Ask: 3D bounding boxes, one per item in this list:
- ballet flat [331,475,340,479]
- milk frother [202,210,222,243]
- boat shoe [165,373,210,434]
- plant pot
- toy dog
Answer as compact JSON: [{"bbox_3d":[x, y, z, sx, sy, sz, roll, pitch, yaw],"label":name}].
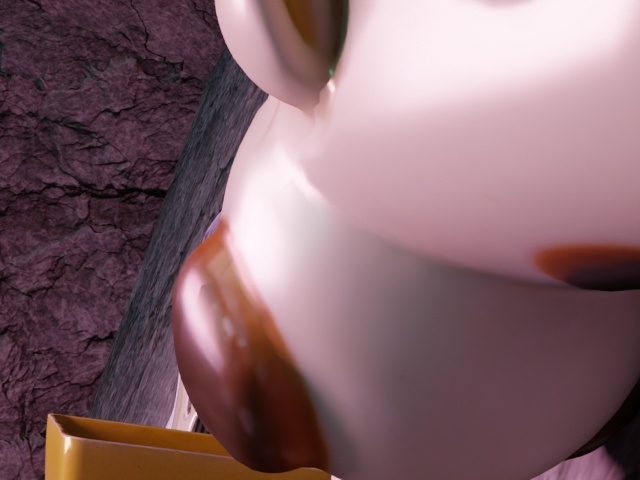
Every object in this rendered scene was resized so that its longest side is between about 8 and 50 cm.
[{"bbox_3d":[0.046,0.127,0.795,0.221,0.079,0.077,-80,16,-48],"label":"ballet flat"},{"bbox_3d":[0.000,0.000,1.111,0.129,0.135,0.143,-22,40,29],"label":"milk frother"},{"bbox_3d":[-0.091,0.150,1.385,0.094,0.109,0.302,28,105,63],"label":"boat shoe"},{"bbox_3d":[-0.093,0.232,0.961,0.212,0.212,0.187,169,110,-76],"label":"plant pot"},{"bbox_3d":[0.107,-0.054,0.525,0.408,0.285,0.395,-53,55,47],"label":"toy dog"}]
